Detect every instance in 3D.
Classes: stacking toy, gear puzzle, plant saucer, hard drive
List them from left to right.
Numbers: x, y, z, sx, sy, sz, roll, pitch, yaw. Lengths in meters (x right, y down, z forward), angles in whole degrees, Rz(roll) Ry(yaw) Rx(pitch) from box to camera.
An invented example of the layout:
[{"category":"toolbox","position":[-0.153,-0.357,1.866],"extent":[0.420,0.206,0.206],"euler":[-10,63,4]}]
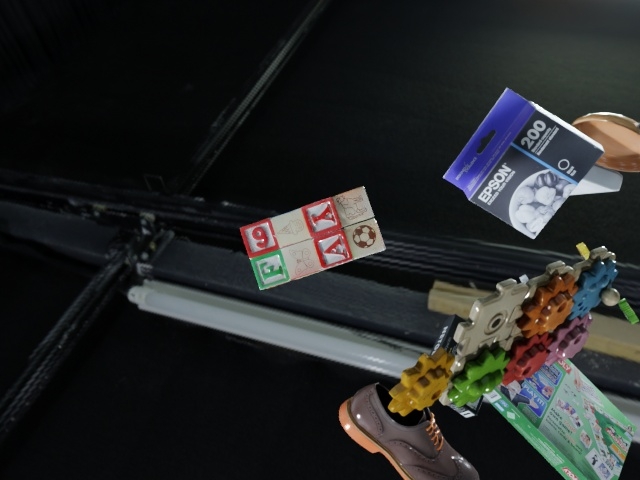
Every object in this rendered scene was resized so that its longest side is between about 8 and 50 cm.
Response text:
[{"category":"gear puzzle","position":[0.215,0.116,0.696],"extent":[0.339,0.175,0.044],"euler":[-14,-139,-31]},{"category":"hard drive","position":[0.526,-0.163,1.528],"extent":[0.233,0.353,0.047],"euler":[17,-91,-9]},{"category":"stacking toy","position":[0.572,0.127,1.401],"extent":[0.167,0.052,0.221],"euler":[-30,-132,12]},{"category":"plant saucer","position":[0.649,-0.221,1.381],"extent":[0.200,0.200,0.037],"euler":[24,-102,27]}]

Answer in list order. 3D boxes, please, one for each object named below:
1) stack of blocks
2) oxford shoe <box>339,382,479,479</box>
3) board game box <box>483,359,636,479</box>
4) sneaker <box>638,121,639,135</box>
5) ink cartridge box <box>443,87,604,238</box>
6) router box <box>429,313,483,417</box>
[{"category":"stack of blocks","position":[0.000,0.000,0.942],"extent":[0.171,0.297,0.087],"euler":[-19,-92,3]},{"category":"oxford shoe","position":[0.164,0.331,1.020],"extent":[0.271,0.098,0.097],"euler":[34,-148,-10]},{"category":"board game box","position":[0.483,0.340,1.264],"extent":[0.317,0.046,0.213],"euler":[46,-133,6]},{"category":"sneaker","position":[0.590,-0.149,0.983],"extent":[0.170,0.089,0.051],"euler":[1,-149,12]},{"category":"ink cartridge box","position":[0.370,-0.139,1.151],"extent":[0.208,0.206,0.045],"euler":[30,-156,-3]},{"category":"router box","position":[0.302,0.267,1.340],"extent":[0.133,0.046,0.179],"euler":[35,-121,-4]}]
